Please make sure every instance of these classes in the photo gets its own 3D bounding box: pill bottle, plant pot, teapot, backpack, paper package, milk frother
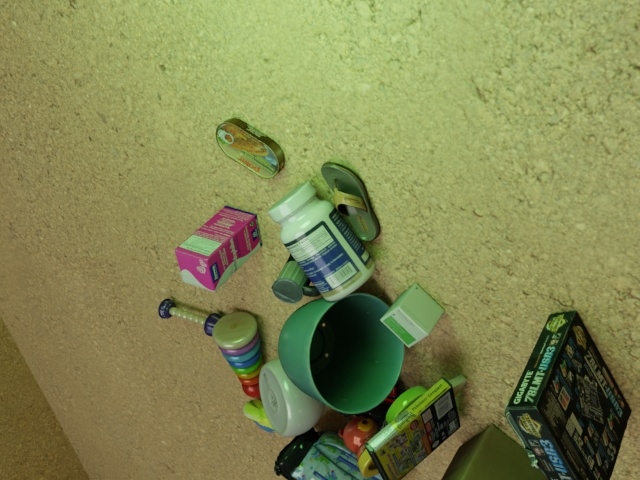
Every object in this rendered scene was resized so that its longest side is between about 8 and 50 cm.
[{"bbox_3d":[0.000,0.000,1.591,0.153,0.153,0.264,-25,105,47],"label":"pill bottle"},{"bbox_3d":[0.027,0.276,1.716,0.235,0.293,0.293,-3,122,55],"label":"plant pot"},{"bbox_3d":[-0.061,0.459,2.015,0.256,0.187,0.252,24,120,58],"label":"teapot"},{"bbox_3d":[0.065,0.720,2.055,0.355,0.273,0.290,46,171,9],"label":"backpack"},{"bbox_3d":[0.448,0.697,1.694,0.310,0.325,0.168,38,138,7],"label":"paper package"},{"bbox_3d":[-0.050,0.064,1.695,0.129,0.134,0.143,-2,125,23],"label":"milk frother"}]

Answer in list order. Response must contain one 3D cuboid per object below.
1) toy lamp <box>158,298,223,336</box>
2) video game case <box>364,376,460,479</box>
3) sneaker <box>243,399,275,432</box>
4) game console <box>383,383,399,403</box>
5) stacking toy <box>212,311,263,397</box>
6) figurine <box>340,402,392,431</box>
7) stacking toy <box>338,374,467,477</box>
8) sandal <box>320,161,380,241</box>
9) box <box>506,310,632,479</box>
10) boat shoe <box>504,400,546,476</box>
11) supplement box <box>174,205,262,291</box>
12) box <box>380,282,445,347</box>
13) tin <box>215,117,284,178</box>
[{"bbox_3d":[-0.409,0.257,2.189,0.275,0.080,0.080,12,130,33],"label":"toy lamp"},{"bbox_3d":[0.235,0.480,1.651,0.035,0.248,0.274,44,165,36],"label":"video game case"},{"bbox_3d":[-0.144,0.616,2.292,0.240,0.091,0.126,16,150,27],"label":"sneaker"},{"bbox_3d":[0.176,0.413,1.906,0.144,0.085,0.124,0,92,38],"label":"game console"},{"bbox_3d":[-0.231,0.381,2.128,0.141,0.141,0.330,14,138,29],"label":"stacking toy"},{"bbox_3d":[0.146,0.554,1.999,0.210,0.092,0.214,12,135,41],"label":"figurine"},{"bbox_3d":[0.210,0.437,1.723,0.130,0.309,0.279,43,127,37],"label":"stacking toy"},{"bbox_3d":[0.065,-0.082,1.541,0.090,0.060,0.219,-5,120,41],"label":"sandal"},{"bbox_3d":[0.518,0.347,1.369,0.073,0.293,0.295,-17,113,43],"label":"box"},{"bbox_3d":[0.564,0.521,1.625,0.319,0.099,0.116,46,139,-3],"label":"boat shoe"},{"bbox_3d":[-0.265,0.019,1.764,0.114,0.220,0.111,16,133,28],"label":"supplement box"},{"bbox_3d":[0.221,0.180,1.607,0.101,0.102,0.087,44,137,1],"label":"box"},{"bbox_3d":[-0.171,-0.224,1.628,0.190,0.040,0.106,34,134,11],"label":"tin"}]
